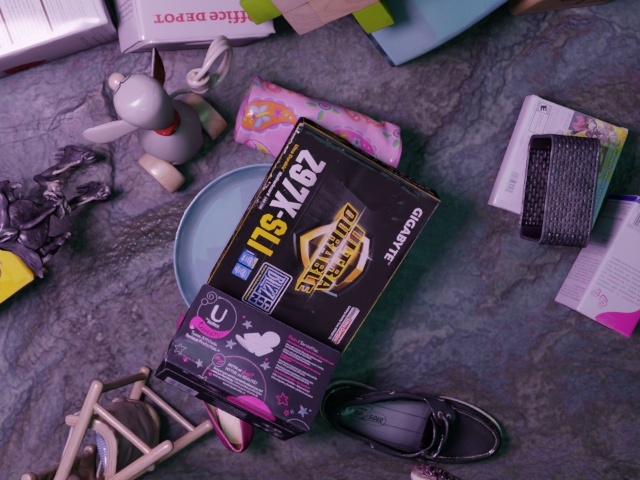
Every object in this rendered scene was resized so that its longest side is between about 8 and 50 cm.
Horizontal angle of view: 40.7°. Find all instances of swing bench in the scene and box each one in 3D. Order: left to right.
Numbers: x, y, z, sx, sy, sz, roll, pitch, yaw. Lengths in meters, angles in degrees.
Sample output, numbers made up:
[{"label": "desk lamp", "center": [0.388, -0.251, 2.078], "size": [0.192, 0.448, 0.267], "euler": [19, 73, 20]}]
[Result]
[{"label": "swing bench", "center": [-0.334, 0.356, 1.376], "size": [0.165, 0.253, 0.255], "euler": [39, 91, 7]}]

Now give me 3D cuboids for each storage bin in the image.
[{"label": "storage bin", "center": [0.396, -0.084, 1.436], "size": [0.084, 0.122, 0.180], "euler": [5, 96, -5]}]

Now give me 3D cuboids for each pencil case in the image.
[{"label": "pencil case", "center": [0.000, -0.176, 1.443], "size": [0.284, 0.124, 0.124], "euler": [17, 94, -7]}]

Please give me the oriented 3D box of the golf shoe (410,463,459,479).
[{"label": "golf shoe", "center": [0.235, 0.470, 1.546], "size": [0.186, 0.067, 0.086], "euler": [31, 93, -8]}]

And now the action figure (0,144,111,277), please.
[{"label": "action figure", "center": [-0.449, -0.040, 1.346], "size": [0.140, 0.276, 0.164], "euler": [-18, 109, 32]}]

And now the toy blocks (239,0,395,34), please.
[{"label": "toy blocks", "center": [0.075, -0.480, 1.300], "size": [0.381, 0.261, 0.191], "euler": [-15, 140, 30]}]

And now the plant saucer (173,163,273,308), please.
[{"label": "plant saucer", "center": [-0.091, 0.026, 1.487], "size": [0.317, 0.044, 0.318], "euler": [-1, 96, -5]}]

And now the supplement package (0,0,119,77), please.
[{"label": "supplement package", "center": [-0.485, -0.362, 1.345], "size": [0.292, 0.177, 0.175], "euler": [-19, 97, -3]}]

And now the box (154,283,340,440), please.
[{"label": "box", "center": [-0.119, 0.198, 1.383], "size": [0.247, 0.163, 0.142], "euler": [29, 66, -7]}]

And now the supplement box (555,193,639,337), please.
[{"label": "supplement box", "center": [0.524, 0.042, 1.511], "size": [0.111, 0.114, 0.220], "euler": [28, 91, -8]}]

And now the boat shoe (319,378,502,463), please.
[{"label": "boat shoe", "center": [0.166, 0.325, 1.503], "size": [0.340, 0.113, 0.127], "euler": [21, 93, -7]}]

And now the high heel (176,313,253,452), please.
[{"label": "high heel", "center": [-0.182, 0.241, 1.460], "size": [0.082, 0.117, 0.244], "euler": [-19, 97, -3]}]

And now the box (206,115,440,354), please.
[{"label": "box", "center": [0.000, 0.000, 1.398], "size": [0.257, 0.079, 0.322], "euler": [30, 105, -8]}]

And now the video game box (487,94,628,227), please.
[{"label": "video game box", "center": [0.416, -0.129, 1.518], "size": [0.187, 0.048, 0.205], "euler": [20, 94, -4]}]

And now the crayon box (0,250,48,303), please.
[{"label": "crayon box", "center": [-0.692, 0.036, 1.400], "size": [0.363, 0.106, 0.313], "euler": [-35, 99, 0]}]

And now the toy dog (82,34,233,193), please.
[{"label": "toy dog", "center": [-0.263, -0.206, 1.339], "size": [0.161, 0.334, 0.220], "euler": [37, 66, 9]}]

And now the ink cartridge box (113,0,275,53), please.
[{"label": "ink cartridge box", "center": [-0.214, -0.459, 1.354], "size": [0.223, 0.129, 0.308], "euler": [-10, 96, -27]}]

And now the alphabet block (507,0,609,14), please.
[{"label": "alphabet block", "center": [0.413, -0.488, 1.408], "size": [0.192, 0.197, 0.194], "euler": [-10, 96, -5]}]

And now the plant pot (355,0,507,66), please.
[{"label": "plant pot", "center": [0.181, -0.398, 1.418], "size": [0.234, 0.165, 0.166], "euler": [-39, 98, 7]}]
